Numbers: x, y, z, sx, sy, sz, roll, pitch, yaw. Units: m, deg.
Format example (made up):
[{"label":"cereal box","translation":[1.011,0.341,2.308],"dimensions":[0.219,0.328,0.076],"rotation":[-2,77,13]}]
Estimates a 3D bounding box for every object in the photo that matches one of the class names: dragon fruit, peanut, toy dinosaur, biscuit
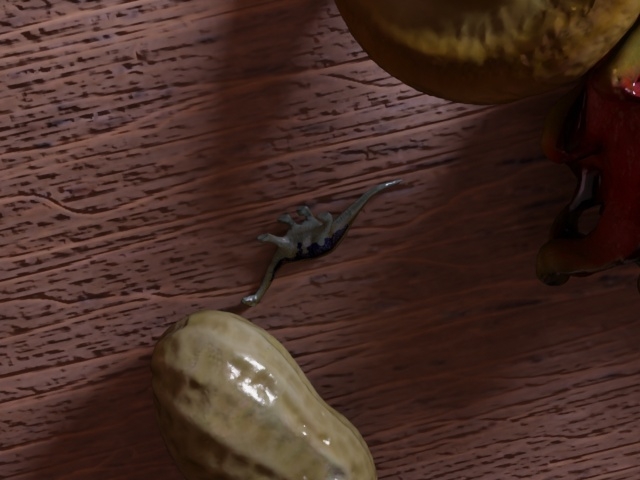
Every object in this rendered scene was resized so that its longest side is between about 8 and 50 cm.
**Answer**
[{"label":"dragon fruit","translation":[0.305,-0.098,0.943],"dimensions":[0.227,0.243,0.307],"rotation":[28,141,-10]},{"label":"peanut","translation":[-0.042,0.194,1.039],"dimensions":[0.147,0.147,0.305],"rotation":[-38,110,6]},{"label":"toy dinosaur","translation":[-0.009,-0.009,1.031],"dimensions":[0.180,0.037,0.058],"rotation":[-34,129,12]},{"label":"biscuit","translation":[0.116,-0.214,0.889],"dimensions":[0.274,0.091,0.213],"rotation":[27,103,23]}]
